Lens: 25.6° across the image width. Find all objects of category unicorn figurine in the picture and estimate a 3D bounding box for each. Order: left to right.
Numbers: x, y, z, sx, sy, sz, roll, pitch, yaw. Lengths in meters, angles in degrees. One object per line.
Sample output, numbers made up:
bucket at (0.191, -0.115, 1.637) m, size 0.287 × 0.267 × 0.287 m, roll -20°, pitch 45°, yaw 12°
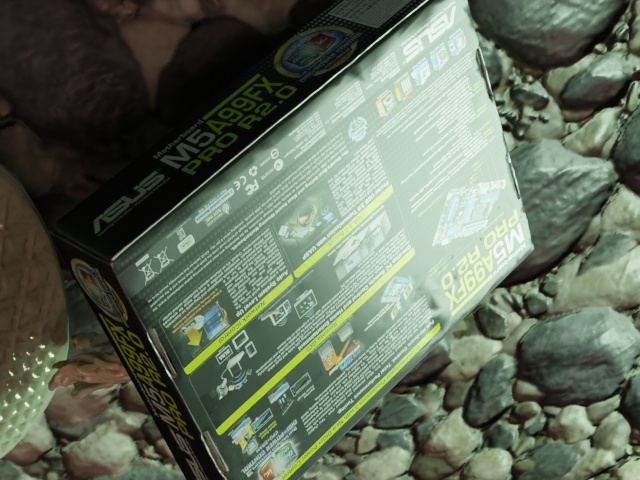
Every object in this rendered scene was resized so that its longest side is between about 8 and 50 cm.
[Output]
unicorn figurine at (-0.089, 0.050, 0.864) m, size 0.111 × 0.162 × 0.060 m, roll -20°, pitch 113°, yaw 32°

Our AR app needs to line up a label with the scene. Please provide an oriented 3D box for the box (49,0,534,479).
box at (0.000, 0.000, 0.819) m, size 0.270 × 0.060 × 0.216 m, roll -42°, pitch 133°, yaw -23°

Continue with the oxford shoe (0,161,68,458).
oxford shoe at (-0.269, -0.019, 0.739) m, size 0.169 × 0.130 × 0.449 m, roll -53°, pitch 145°, yaw -18°
